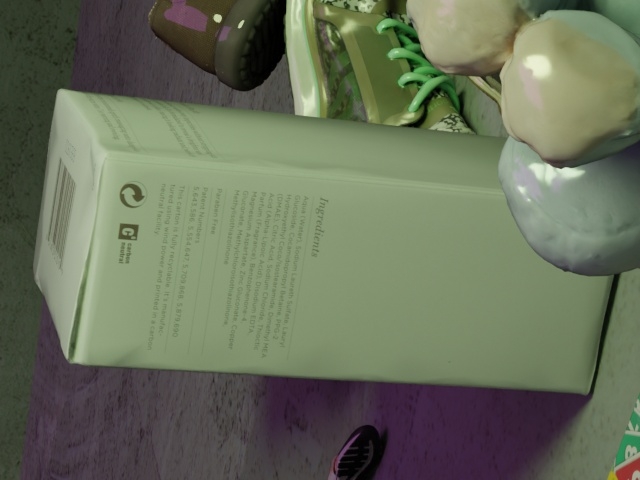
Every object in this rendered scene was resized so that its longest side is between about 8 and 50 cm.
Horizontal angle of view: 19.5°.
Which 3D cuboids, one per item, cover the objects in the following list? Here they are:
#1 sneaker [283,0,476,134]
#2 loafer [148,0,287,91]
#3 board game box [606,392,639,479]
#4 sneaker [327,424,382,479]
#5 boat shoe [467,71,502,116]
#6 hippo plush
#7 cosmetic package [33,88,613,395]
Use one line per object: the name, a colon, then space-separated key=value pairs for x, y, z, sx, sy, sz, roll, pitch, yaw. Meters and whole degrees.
sneaker: x=0.073 y=-0.113 z=1.624 sx=0.182 sy=0.158 sz=0.410 roll=-1 pitch=81 yaw=39
loafer: x=-0.050 y=-0.288 z=1.751 sx=0.366 sy=0.130 sz=0.134 roll=-57 pitch=-18 yaw=-46
board game box: x=0.247 y=0.095 z=1.154 sx=0.124 sy=0.039 sz=0.259 roll=-117 pitch=40 yaw=-56
sneaker: x=0.027 y=0.207 z=1.746 sx=0.044 sy=0.040 sz=0.109 roll=-102 pitch=26 yaw=-45
boat shoe: x=0.155 y=-0.129 z=1.450 sx=0.152 sy=0.056 sz=0.049 roll=57 pitch=134 yaw=47
hippo plush: x=0.157 y=-0.116 z=1.094 sx=0.236 sy=0.234 sz=0.294 roll=103 pitch=-175 yaw=-58
cosmetic package: x=0.000 y=0.000 z=1.354 sx=0.217 sy=0.385 sz=0.156 roll=-132 pitch=51 yaw=-68
